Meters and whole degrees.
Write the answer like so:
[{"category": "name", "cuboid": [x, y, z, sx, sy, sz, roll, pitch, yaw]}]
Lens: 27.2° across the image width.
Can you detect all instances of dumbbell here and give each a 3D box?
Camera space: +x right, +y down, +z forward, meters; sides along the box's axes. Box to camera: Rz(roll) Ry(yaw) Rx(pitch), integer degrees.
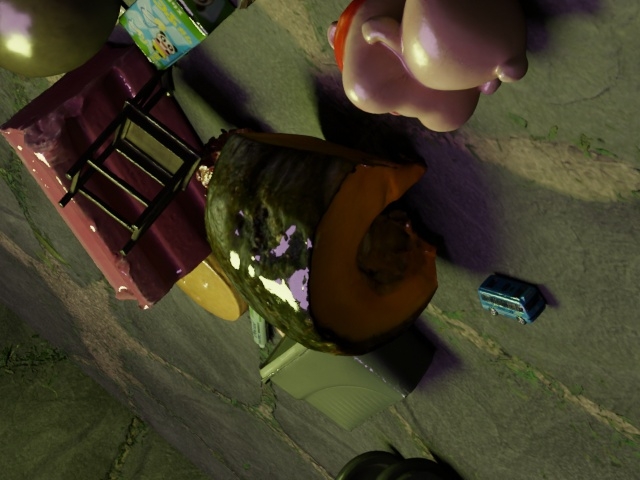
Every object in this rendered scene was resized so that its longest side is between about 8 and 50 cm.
[{"category": "dumbbell", "cuboid": [0.134, 0.479, 2.380, 0.192, 0.192, 0.290, 50, 156, -15]}]

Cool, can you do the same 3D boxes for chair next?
[{"category": "chair", "cuboid": [-0.243, -0.130, 1.891, 0.141, 0.260, 0.154, 38, 157, -2]}]

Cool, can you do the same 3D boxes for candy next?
[{"category": "candy", "cuboid": [-0.195, -0.299, 1.758, 0.097, 0.062, 0.194, 50, 157, -11]}]

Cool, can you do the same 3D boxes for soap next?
[{"category": "soap", "cuboid": [-0.302, -0.100, 2.061, 0.128, 0.233, 0.359, 18, 146, 50]}]

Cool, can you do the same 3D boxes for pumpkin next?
[{"category": "pumpkin", "cuboid": [0.000, 0.000, 1.707, 0.225, 0.256, 0.303, 25, 135, 45]}]

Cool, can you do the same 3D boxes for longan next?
[{"category": "longan", "cuboid": [-0.388, -0.343, 1.799, 0.248, 0.248, 0.248, 36, 156, 19]}]

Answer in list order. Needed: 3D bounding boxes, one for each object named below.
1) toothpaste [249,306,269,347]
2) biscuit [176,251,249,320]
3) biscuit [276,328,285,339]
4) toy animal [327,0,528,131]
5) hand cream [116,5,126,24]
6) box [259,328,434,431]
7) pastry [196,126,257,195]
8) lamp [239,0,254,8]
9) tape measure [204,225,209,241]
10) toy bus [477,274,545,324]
[{"category": "toothpaste", "cuboid": [-0.113, 0.141, 2.420, 0.048, 0.029, 0.197, 34, 152, 22]}, {"category": "biscuit", "cuboid": [-0.274, 0.017, 2.448, 0.355, 0.052, 0.275, 46, 157, -2]}, {"category": "biscuit", "cuboid": [0.006, 0.178, 2.269, 0.204, 0.040, 0.309, 36, 156, 18]}, {"category": "toy animal", "cuboid": [0.103, -0.197, 1.322, 0.171, 0.171, 0.198, 48, 150, -10]}, {"category": "hand cream", "cuboid": [-0.307, -0.329, 1.952, 0.035, 0.022, 0.102, 48, 151, -9]}, {"category": "box", "cuboid": [0.039, 0.191, 2.076, 0.178, 0.138, 0.274, 41, 146, -4]}, {"category": "pastry", "cuboid": [-0.088, -0.071, 1.923, 0.208, 0.097, 0.115, 47, 145, -13]}, {"category": "lamp", "cuboid": [-0.169, -0.409, 1.494, 0.325, 0.089, 0.090, 42, 157, 5]}, {"category": "tape measure", "cuboid": [-0.092, 0.025, 2.049, 0.186, 0.112, 0.199, 49, 176, 9]}, {"category": "toy bus", "cuboid": [0.246, 0.075, 1.698, 0.083, 0.038, 0.046, 17, 142, 46]}]
